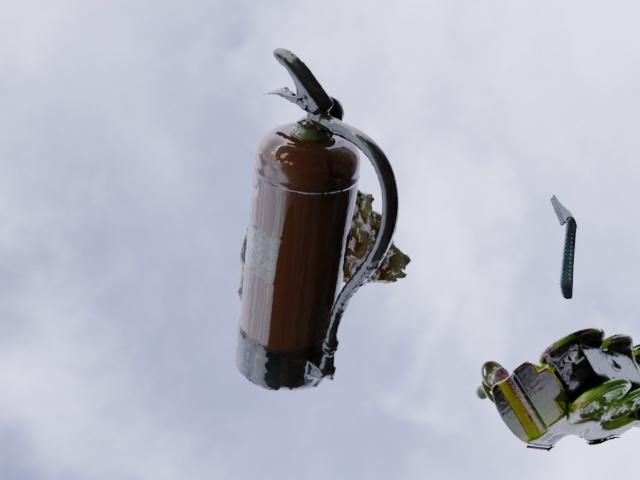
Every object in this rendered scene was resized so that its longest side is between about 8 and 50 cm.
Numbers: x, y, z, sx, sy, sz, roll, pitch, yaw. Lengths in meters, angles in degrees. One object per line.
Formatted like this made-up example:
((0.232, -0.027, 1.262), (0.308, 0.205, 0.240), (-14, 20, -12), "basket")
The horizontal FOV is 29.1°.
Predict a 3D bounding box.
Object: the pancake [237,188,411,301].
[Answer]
((0.011, 0.002, 1.513), (0.057, 0.244, 0.266), (-13, -55, -52), "pancake")

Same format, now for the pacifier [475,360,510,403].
((0.266, 0.228, 1.946), (0.068, 0.064, 0.083), (37, -141, -16), "pacifier")

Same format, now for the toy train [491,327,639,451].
((0.344, 0.193, 1.550), (0.160, 0.100, 0.296), (-42, -32, 23), "toy train")

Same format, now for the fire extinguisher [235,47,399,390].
((0.004, -0.005, 1.334), (0.113, 0.200, 0.376), (-39, -38, -52), "fire extinguisher")

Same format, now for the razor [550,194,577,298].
((0.384, 0.019, 1.916), (0.033, 0.066, 0.190), (-11, -50, 1), "razor")
